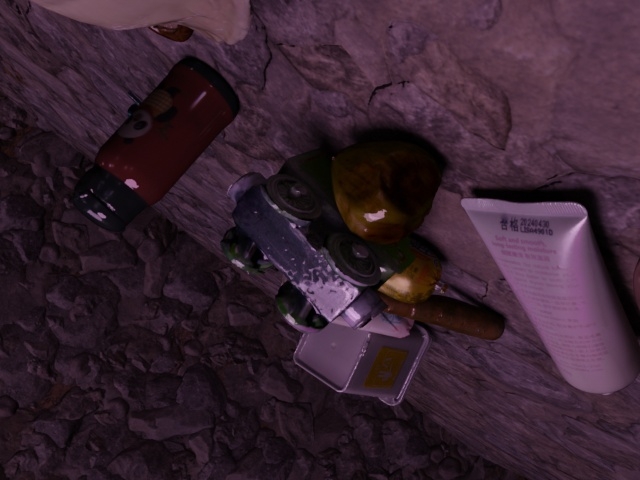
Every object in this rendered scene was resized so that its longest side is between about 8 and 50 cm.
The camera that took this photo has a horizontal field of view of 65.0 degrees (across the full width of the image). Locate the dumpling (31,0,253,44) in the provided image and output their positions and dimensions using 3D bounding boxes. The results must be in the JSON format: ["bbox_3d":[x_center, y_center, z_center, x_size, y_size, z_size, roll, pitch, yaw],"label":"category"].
[{"bbox_3d":[-0.206,-0.316,0.501,0.315,0.233,0.395,35,175,27],"label":"dumpling"}]

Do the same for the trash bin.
[{"bbox_3d":[0.096,0.288,1.385,0.296,0.255,0.368,27,-178,33],"label":"trash bin"}]

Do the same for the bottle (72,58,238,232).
[{"bbox_3d":[-0.298,-0.163,0.910,0.144,0.336,0.144,32,164,10],"label":"bottle"}]

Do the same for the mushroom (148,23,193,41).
[{"bbox_3d":[-0.233,-0.355,0.750,0.123,0.052,0.123,26,154,14],"label":"mushroom"}]

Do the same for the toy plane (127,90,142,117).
[{"bbox_3d":[-0.429,-0.289,1.334,0.235,0.060,0.096,46,148,-20],"label":"toy plane"}]

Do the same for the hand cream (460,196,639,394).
[{"bbox_3d":[0.345,0.073,0.715,0.358,0.118,0.185,53,162,-25],"label":"hand cream"}]

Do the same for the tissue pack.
[{"bbox_3d":[0.064,0.117,1.143,0.271,0.124,0.201,17,-169,-26],"label":"tissue pack"}]

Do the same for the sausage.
[{"bbox_3d":[0.095,0.020,1.006,0.347,0.123,0.123,27,162,26],"label":"sausage"}]

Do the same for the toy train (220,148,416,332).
[{"bbox_3d":[0.000,0.000,0.835,0.307,0.249,0.173,46,124,9],"label":"toy train"}]

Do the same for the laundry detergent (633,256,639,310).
[{"bbox_3d":[0.421,0.042,0.494,0.171,0.076,0.237,31,163,17],"label":"laundry detergent"}]

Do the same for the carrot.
[{"bbox_3d":[0.214,0.138,1.033,0.342,0.070,0.070,15,165,-6],"label":"carrot"}]

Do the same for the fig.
[{"bbox_3d":[0.086,-0.076,0.733,0.166,0.144,0.154,41,146,35],"label":"fig"}]
